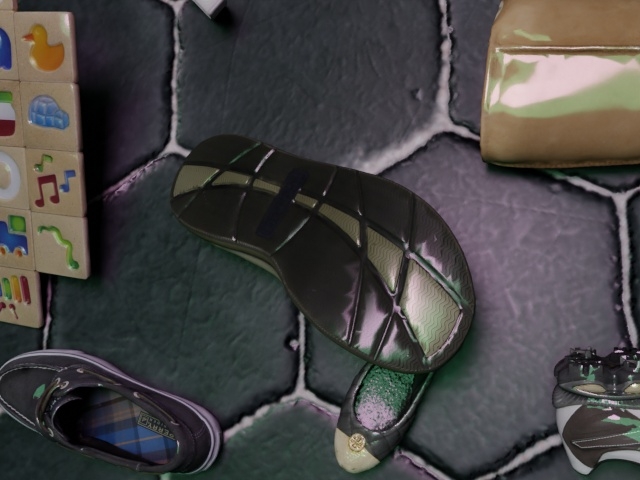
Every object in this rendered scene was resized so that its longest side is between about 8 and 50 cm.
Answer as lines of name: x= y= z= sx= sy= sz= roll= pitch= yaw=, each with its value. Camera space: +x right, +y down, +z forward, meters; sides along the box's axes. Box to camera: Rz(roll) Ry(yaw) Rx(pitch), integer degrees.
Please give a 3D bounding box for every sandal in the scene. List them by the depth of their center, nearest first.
sandal: x=0.000 y=-0.002 z=0.580 sx=0.303 sy=0.086 sz=0.120 roll=33 pitch=82 yaw=37

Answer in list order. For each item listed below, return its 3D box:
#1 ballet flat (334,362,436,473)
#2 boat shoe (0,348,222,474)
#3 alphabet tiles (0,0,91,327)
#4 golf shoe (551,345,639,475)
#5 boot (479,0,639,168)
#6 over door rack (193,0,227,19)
ballet flat: x=0.059 y=0.100 z=0.555 sx=0.058 sy=0.049 sz=0.173 roll=31 pitch=91 yaw=19
boat shoe: x=-0.197 y=0.147 z=0.615 sx=0.229 sy=0.076 sz=0.080 roll=17 pitch=86 yaw=20
alphabet tiles: x=-0.336 y=-0.093 z=0.666 sx=0.285 sy=0.011 sz=0.342 roll=7 pitch=106 yaw=20
golf shoe: x=0.259 y=0.122 z=0.483 sx=0.198 sy=0.077 sz=0.093 roll=-1 pitch=91 yaw=24
boot: x=0.261 y=-0.164 z=0.519 sx=0.270 sy=0.089 sz=0.236 roll=6 pitch=82 yaw=20
over door rack: x=-0.274 y=-0.236 z=0.703 sx=0.324 sy=0.108 sz=0.239 roll=44 pitch=97 yaw=6
